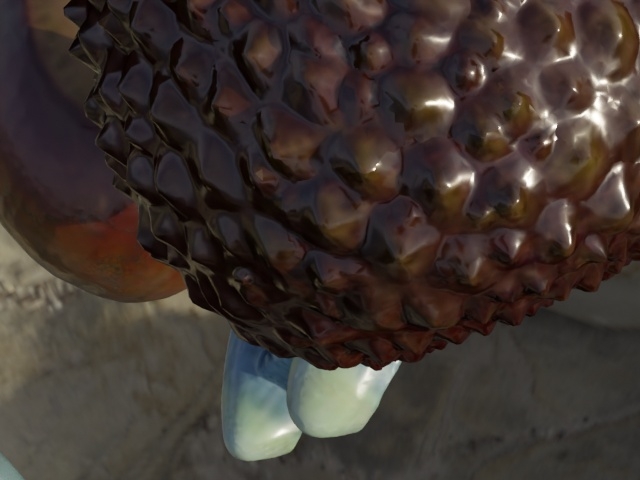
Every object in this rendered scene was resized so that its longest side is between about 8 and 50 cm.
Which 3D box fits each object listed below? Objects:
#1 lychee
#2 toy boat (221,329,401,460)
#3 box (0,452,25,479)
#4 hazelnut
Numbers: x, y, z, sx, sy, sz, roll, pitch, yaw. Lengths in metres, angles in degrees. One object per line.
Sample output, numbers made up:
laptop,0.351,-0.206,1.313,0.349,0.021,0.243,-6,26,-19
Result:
lychee,0.021,-0.086,0.623,0.271,0.271,0.271,0,68,1
toy boat,0.000,0.000,1.226,0.123,0.215,0.330,28,67,-15
box,-0.183,0.161,0.688,0.162,0.227,0.130,-42,112,-25
hazelnut,-0.191,-0.133,1.636,0.359,0.359,0.409,-13,64,-4
